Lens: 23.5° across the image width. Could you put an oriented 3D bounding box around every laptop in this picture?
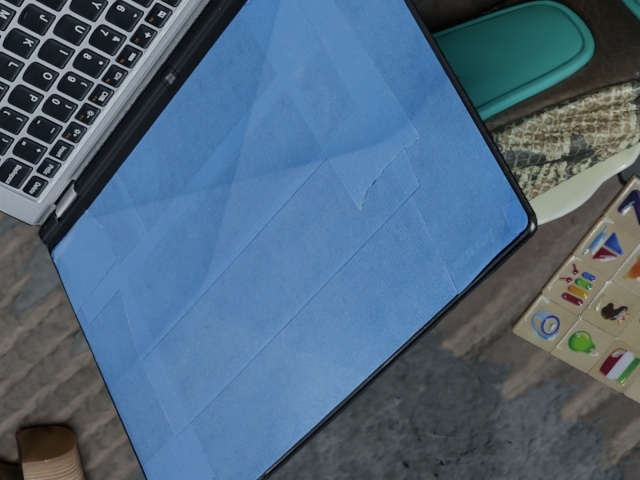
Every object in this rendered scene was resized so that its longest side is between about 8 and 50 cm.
[{"bbox_3d":[-0.151,-0.067,0.909,0.408,0.236,0.382,27,131,-20],"label":"laptop"}]

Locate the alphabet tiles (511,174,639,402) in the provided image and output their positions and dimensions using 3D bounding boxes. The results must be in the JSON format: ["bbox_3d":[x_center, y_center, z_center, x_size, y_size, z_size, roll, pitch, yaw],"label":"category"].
[{"bbox_3d":[0.298,0.025,1.222,0.198,0.009,0.237,29,109,-21],"label":"alphabet tiles"}]

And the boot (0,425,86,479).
[{"bbox_3d":[-0.276,0.224,1.200,0.197,0.073,0.152,-1,121,-5],"label":"boot"}]

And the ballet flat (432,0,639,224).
[{"bbox_3d":[0.208,-0.120,1.061,0.483,0.164,0.182,-28,138,3],"label":"ballet flat"}]
